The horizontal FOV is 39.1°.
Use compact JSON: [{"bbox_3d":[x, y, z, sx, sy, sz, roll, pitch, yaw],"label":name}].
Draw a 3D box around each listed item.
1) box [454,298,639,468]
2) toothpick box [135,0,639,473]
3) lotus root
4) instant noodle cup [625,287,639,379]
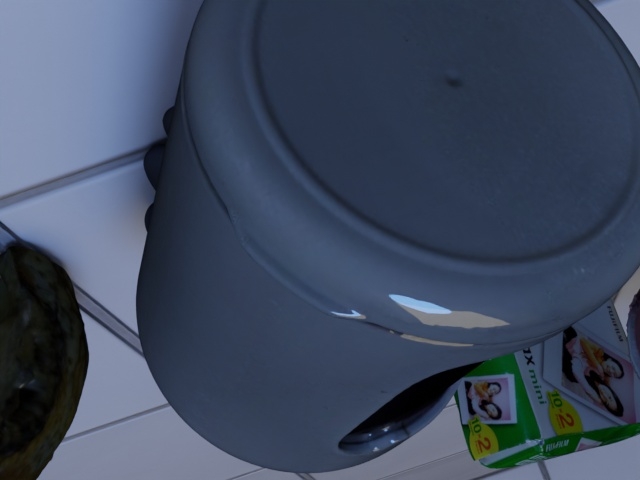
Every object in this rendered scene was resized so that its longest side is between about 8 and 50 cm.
[{"bbox_3d":[0.256,0.154,1.018,0.250,0.180,0.103,3,153,-42],"label":"box"},{"bbox_3d":[0.000,0.000,0.488,0.229,0.229,0.316,-8,156,-22],"label":"toothpick box"},{"bbox_3d":[-0.273,0.143,0.639,0.314,0.210,0.142,-16,149,31],"label":"lotus root"},{"bbox_3d":[0.440,0.057,0.896,0.243,0.243,0.231,-19,149,2],"label":"instant noodle cup"}]
